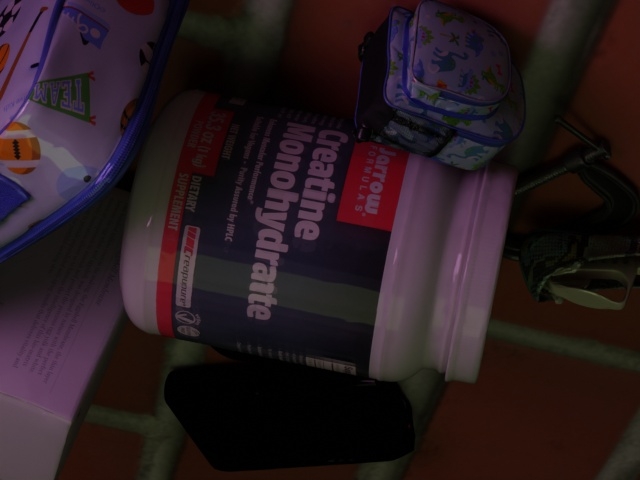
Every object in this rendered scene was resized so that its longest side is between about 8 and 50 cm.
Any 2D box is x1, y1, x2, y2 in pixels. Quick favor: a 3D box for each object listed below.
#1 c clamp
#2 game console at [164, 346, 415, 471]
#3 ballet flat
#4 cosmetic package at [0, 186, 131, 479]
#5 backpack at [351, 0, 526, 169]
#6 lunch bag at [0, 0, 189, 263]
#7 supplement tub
[{"bbox_3d":[0.176,-0.036,1.508,0.137,0.022,0.161,29,138,-30],"label":"c clamp"},{"bbox_3d":[-0.065,0.095,1.712,0.213,0.044,0.361,-7,138,22],"label":"game console"},{"bbox_3d":[0.252,0.027,1.516,0.188,0.070,0.070,-2,141,6],"label":"ballet flat"},{"bbox_3d":[-0.271,0.050,1.535,0.225,0.224,0.138,21,142,0],"label":"cosmetic package"},{"bbox_3d":[0.092,-0.108,1.364,0.114,0.105,0.084,21,143,-21],"label":"backpack"},{"bbox_3d":[-0.230,-0.079,1.367,0.115,0.243,0.303,34,136,-27],"label":"lunch bag"},{"bbox_3d":[0.000,0.000,1.443,0.272,0.191,0.191,11,143,5],"label":"supplement tub"}]
